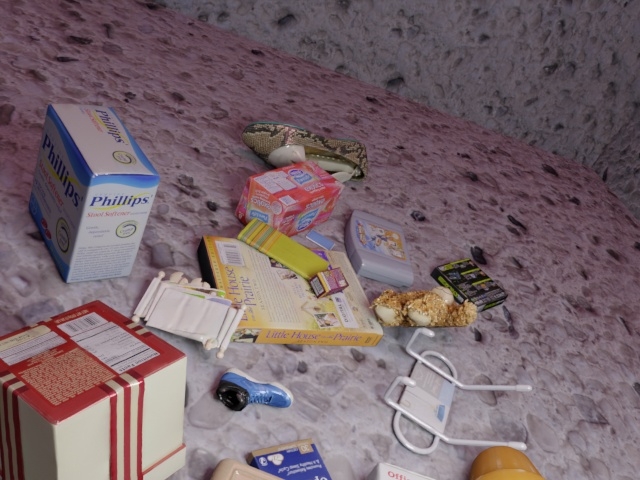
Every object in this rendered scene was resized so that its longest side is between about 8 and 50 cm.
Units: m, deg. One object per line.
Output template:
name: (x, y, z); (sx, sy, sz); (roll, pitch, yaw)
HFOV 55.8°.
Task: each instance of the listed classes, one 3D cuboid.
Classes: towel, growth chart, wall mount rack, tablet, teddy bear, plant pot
towel: (-0.095, 0.028, 1.557); (0.237, 0.021, 0.102); (31, 37, 4)
growth chart: (-0.278, 0.148, 1.295); (0.237, 0.021, 0.172); (18, 44, 12)
wall mount rack: (0.315, 0.359, 1.398); (0.304, 0.130, 0.350); (31, 33, 6)
tablet: (0.000, 0.000, 1.791); (0.083, 0.006, 0.054); (32, 32, 5)
teddy bear: (0.267, 0.168, 1.552); (0.338, 0.245, 0.113); (7, 80, -40)
plant pot: (0.369, 0.509, 1.183); (0.205, 0.205, 0.188); (28, 17, 2)

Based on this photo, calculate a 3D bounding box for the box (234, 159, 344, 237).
box: (-0.086, -0.118, 1.767); (0.154, 0.142, 0.300); (39, 34, 18)

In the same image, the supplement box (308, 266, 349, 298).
supplement box: (0.021, 0.105, 1.497); (0.083, 0.043, 0.055); (-10, 67, -45)

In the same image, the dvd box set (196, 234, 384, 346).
dvd box set: (-0.077, 0.127, 1.504); (0.420, 0.062, 0.308); (7, 38, -30)

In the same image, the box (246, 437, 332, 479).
box: (-0.029, 0.469, 1.082); (0.136, 0.036, 0.225); (1, 42, -36)

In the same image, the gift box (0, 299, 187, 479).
gift box: (-0.368, 0.265, 0.929); (0.276, 0.258, 0.255); (24, 28, 35)

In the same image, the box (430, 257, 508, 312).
box: (0.468, 0.141, 1.900); (0.190, 0.045, 0.184); (-11, 46, -43)

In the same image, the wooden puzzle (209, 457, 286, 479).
wooden puzzle: (-0.094, 0.485, 0.965); (0.238, 0.044, 0.221); (17, 40, 6)

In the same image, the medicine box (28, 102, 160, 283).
medicine box: (-0.498, -0.103, 1.308); (0.149, 0.289, 0.263); (-7, 46, -42)

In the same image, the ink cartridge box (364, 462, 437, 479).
ink cartridge box: (0.154, 0.527, 1.078); (0.154, 0.093, 0.212); (22, 34, -9)

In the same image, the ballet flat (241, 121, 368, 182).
ballet flat: (-0.029, -0.280, 2.051); (0.482, 0.164, 0.182); (6, 58, -33)

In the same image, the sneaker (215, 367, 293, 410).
sneaker: (-0.133, 0.313, 1.200); (0.152, 0.058, 0.084); (24, 26, 2)

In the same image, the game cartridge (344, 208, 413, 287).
game cartridge: (0.172, 0.015, 1.854); (0.198, 0.062, 0.297); (21, 32, -17)
